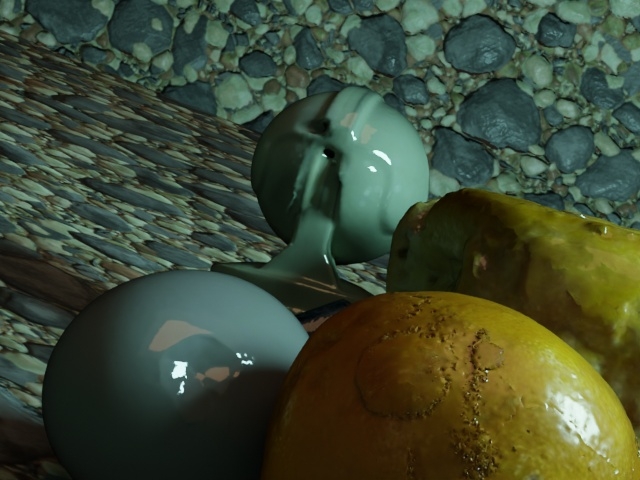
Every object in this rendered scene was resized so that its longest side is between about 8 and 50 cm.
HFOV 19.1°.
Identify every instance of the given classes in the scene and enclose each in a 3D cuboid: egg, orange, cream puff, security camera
[{"bbox_3d":[-0.093,0.105,1.272,0.176,0.176,0.232,26,2,24],"label":"egg"},{"bbox_3d":[0.080,0.148,1.173,0.240,0.240,0.240,21,10,-4],"label":"orange"},{"bbox_3d":[0.191,0.093,1.449,0.343,0.231,0.327,16,7,32],"label":"cream puff"},{"bbox_3d":[0.000,0.000,1.650,0.197,0.277,0.191,14,-3,13],"label":"security camera"}]

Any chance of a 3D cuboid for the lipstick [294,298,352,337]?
[{"bbox_3d":[-0.076,0.102,1.467,0.234,0.053,0.053,-16,28,-26],"label":"lipstick"}]
